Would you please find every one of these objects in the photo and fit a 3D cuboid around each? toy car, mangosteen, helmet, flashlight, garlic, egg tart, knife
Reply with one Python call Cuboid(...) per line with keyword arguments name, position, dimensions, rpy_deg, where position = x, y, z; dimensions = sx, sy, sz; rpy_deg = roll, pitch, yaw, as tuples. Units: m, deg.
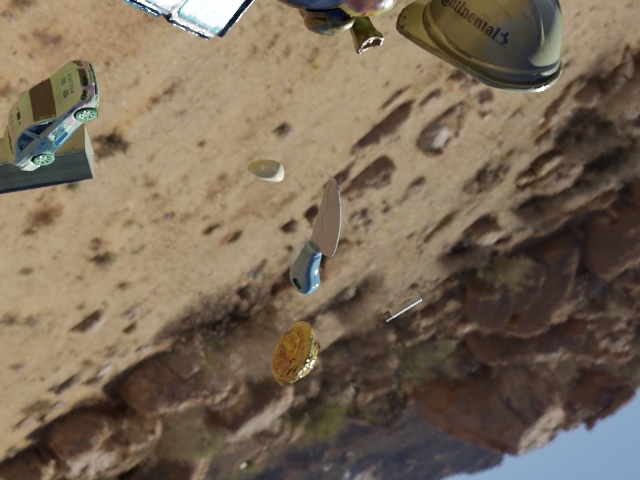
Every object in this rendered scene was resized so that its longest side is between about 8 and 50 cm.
Cuboid(name="toy car", position=(-0.421, -0.194, 1.413), dimensions=(0.076, 0.090, 0.224), rpy_deg=(7, 149, -44))
Cuboid(name="mangosteen", position=(0.009, -0.484, 1.461), dimensions=(0.297, 0.297, 0.313), rpy_deg=(-38, 160, -15))
Cuboid(name="helmet", position=(0.247, -0.337, 1.319), dimensions=(0.204, 0.257, 0.137), rpy_deg=(-45, 158, -40))
Cuboid(name="flashlight", position=(0.163, 0.134, 1.843), dimensions=(0.083, 0.018, 0.018), rpy_deg=(-32, 160, -1))
Cuboid(name="garlic", position=(-0.100, -0.136, 1.821), dimensions=(0.053, 0.041, 0.083), rpy_deg=(-9, 162, 33))
Cuboid(name="egg tart", position=(-0.043, 0.217, 1.730), dimensions=(0.130, 0.052, 0.130), rpy_deg=(-43, -149, 34))
Cuboid(name="knife", position=(0.001, 0.002, 1.333), dimensions=(0.032, 0.058, 0.244), rpy_deg=(-23, 154, -30))

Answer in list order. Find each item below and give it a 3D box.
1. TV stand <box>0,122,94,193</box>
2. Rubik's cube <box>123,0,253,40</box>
Cuboid(name="TV stand", position=(-0.589, -0.153, 1.806), dimensions=(0.269, 0.088, 0.082), rpy_deg=(-9, 136, -6))
Cuboid(name="Rubik's cube", position=(-0.123, -0.300, 0.768), dimensions=(0.180, 0.167, 0.183), rpy_deg=(-47, 161, 17))
